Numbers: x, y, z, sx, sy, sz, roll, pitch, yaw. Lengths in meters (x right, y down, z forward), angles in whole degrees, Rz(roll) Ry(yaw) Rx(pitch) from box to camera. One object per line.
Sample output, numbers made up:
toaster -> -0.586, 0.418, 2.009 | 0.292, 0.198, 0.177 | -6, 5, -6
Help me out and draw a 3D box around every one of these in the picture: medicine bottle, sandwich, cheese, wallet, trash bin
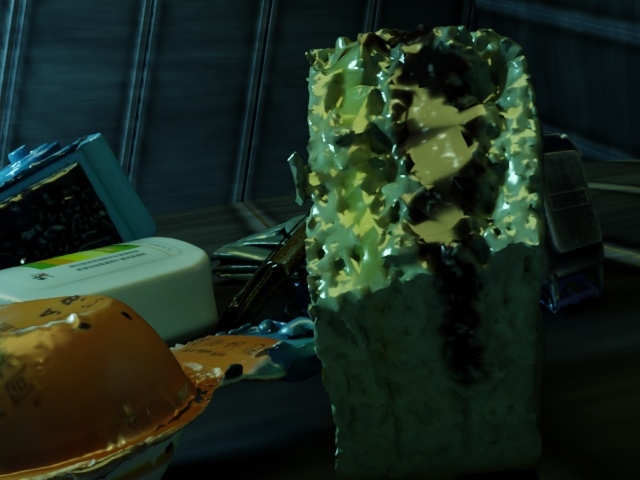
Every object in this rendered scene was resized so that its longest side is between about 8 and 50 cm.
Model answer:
medicine bottle -> -0.258, 0.078, 0.886 | 0.179, 0.124, 0.324 | -1, 10, 36
sandwich -> 0.070, 0.000, 0.594 | 0.131, 0.262, 0.325 | -4, 7, 9
cheese -> -0.130, 0.095, 0.568 | 0.329, 0.129, 0.217 | -14, 10, -43
wallet -> 0.000, 0.000, 1.489 | 0.237, 0.075, 0.342 | -1, 8, 20
wallet -> -0.031, 0.013, 1.018 | 0.133, 0.039, 0.243 | -49, 0, 33
trash bin -> 0.169, -0.003, 1.012 | 0.234, 0.184, 0.162 | -18, -5, 42

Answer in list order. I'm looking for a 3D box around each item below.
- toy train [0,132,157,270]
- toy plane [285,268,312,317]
toy train -> -0.368, -0.005, 1.163 | 0.300, 0.188, 0.265 | -35, 16, -20
toy plane -> -0.003, 0.068, 1.035 | 0.062, 0.054, 0.167 | 19, 7, -1
